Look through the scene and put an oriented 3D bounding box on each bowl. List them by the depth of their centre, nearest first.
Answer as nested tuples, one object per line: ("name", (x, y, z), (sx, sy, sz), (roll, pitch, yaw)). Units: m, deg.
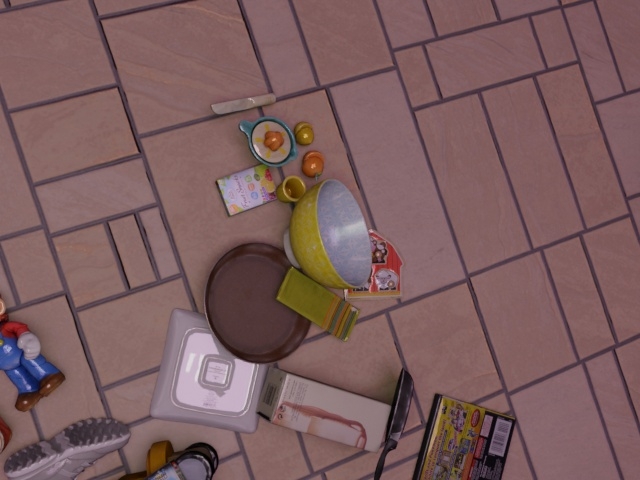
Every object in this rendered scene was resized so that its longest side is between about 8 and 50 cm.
("bowl", (0.000, 0.000, 1.818), (0.156, 0.289, 0.289), (-17, 89, 27))

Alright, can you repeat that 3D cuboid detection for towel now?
("towel", (-0.003, 0.167, 1.853), (0.237, 0.021, 0.102), (34, 61, -22))

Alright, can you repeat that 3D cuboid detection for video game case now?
("video game case", (0.394, 0.588, 1.956), (0.248, 0.035, 0.275), (20, 81, -14))

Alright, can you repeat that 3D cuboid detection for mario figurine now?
("mario figurine", (-0.740, 0.246, 1.593), (0.198, 0.170, 0.320), (-41, 98, -14))

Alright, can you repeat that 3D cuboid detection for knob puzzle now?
("knob puzzle", (0.145, 0.065, 1.936), (0.213, 0.030, 0.213), (2, 84, -15))

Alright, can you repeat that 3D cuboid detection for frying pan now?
("frying pan", (0.190, 0.450, 1.772), (0.053, 0.326, 0.197), (14, 113, 5))

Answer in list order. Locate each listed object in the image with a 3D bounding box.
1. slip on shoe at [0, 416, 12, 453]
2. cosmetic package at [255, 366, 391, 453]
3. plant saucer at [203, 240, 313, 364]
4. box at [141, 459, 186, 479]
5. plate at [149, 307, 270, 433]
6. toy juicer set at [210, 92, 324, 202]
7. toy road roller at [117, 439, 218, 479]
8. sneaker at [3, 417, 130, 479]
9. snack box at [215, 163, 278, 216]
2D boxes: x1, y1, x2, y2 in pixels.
("slip on shoe", (-0.828, 0.364, 1.597), (0.331, 0.101, 0.123), (41, 91, 5))
("cosmetic package", (0.006, 0.425, 1.786), (0.296, 0.153, 0.129), (20, 79, -17))
("plant saucer", (-0.159, 0.157, 1.793), (0.310, 0.050, 0.311), (8, 75, -32))
("box", (-0.382, 0.586, 1.554), (0.207, 0.036, 0.114), (-35, 79, 2))
("plate", (-0.264, 0.331, 1.786), (0.277, 0.045, 0.278), (14, 82, -15))
("toy juicer set", (-0.105, -0.274, 1.843), (0.209, 0.089, 0.329), (-42, 101, -30))
("toy road roller", (-0.350, 0.636, 1.658), (0.240, 0.202, 0.330), (-10, 82, -5))
("sneaker", (-0.583, 0.508, 1.666), (0.281, 0.105, 0.115), (-17, 119, -19))
("snack box", (-0.190, -0.132, 1.853), (0.141, 0.037, 0.100), (-21, 90, -18))
